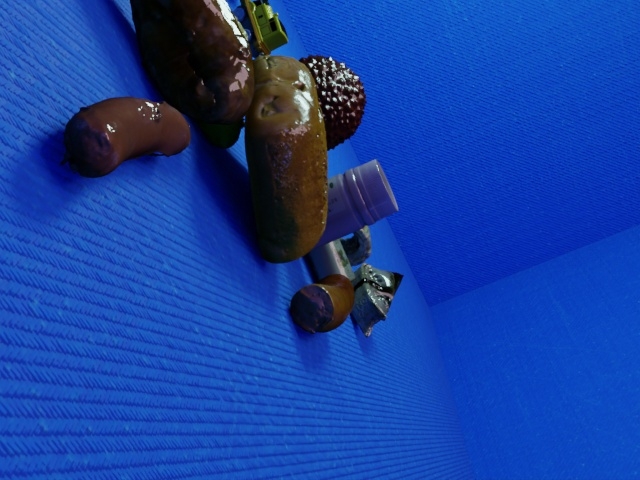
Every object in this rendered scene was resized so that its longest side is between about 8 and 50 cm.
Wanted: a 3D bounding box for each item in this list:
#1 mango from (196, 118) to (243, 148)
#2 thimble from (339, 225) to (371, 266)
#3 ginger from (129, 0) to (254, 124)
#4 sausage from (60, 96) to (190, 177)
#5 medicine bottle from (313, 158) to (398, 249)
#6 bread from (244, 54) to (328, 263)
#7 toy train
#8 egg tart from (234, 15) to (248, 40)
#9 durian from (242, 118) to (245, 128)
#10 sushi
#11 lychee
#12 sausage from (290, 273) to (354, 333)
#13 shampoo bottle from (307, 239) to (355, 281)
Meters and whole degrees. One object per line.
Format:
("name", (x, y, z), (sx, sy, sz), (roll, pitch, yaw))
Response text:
("mango", (-0.186, -0.253, 1.281), (0.119, 0.100, 0.178), (-75, 151, -79))
("thimble", (0.047, -0.031, 1.844), (0.190, 0.137, 0.143), (50, 16, -21))
("ginger", (-0.214, -0.328, 1.136), (0.321, 0.165, 0.172), (60, 4, -5))
("sausage", (-0.231, -0.133, 0.870), (0.087, 0.079, 0.326), (54, 11, -7))
("medicine bottle", (0.031, -0.069, 1.543), (0.133, 0.250, 0.133), (-22, 90, -78))
("bread", (-0.055, -0.148, 1.328), (0.328, 0.148, 0.337), (-98, -178, -55))
("toy train", (-0.168, -0.595, 1.984), (0.089, 0.127, 0.219), (44, 27, -66))
("egg tart", (-0.222, -0.457, 1.518), (0.231, 0.098, 0.252), (65, 6, 5))
("durian", (-0.194, -0.312, 1.406), (0.140, 0.078, 0.224), (-39, 106, -78))
("sushi", (0.121, 0.151, 1.940), (0.109, 0.134, 0.273), (49, 33, -11))
("lychee", (-0.008, -0.361, 1.904), (0.300, 0.264, 0.264), (-2, 68, -58))
("sausage", (0.014, 0.126, 1.459), (0.270, 0.109, 0.108), (-25, 92, -79))
("shampoo bottle", (0.000, 0.000, 1.677), (0.118, 0.087, 0.234), (-8, 75, -79))
